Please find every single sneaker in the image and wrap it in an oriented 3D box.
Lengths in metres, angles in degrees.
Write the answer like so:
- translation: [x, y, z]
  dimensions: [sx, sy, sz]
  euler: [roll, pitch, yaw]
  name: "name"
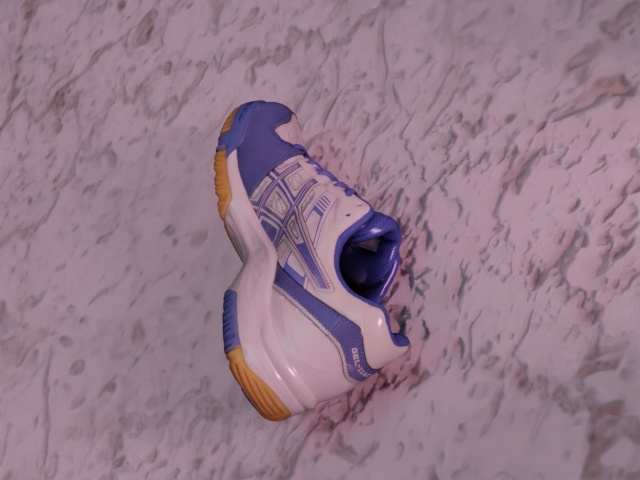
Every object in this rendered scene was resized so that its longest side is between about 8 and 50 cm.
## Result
- translation: [0.000, 0.000, 1.296]
  dimensions: [0.131, 0.112, 0.296]
  euler: [-22, 47, 15]
  name: "sneaker"
